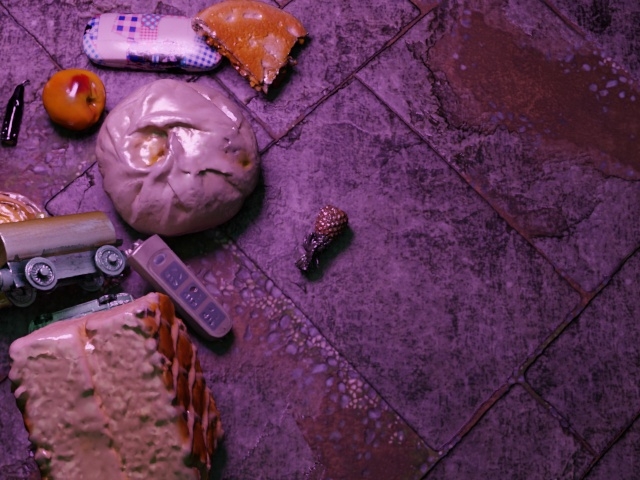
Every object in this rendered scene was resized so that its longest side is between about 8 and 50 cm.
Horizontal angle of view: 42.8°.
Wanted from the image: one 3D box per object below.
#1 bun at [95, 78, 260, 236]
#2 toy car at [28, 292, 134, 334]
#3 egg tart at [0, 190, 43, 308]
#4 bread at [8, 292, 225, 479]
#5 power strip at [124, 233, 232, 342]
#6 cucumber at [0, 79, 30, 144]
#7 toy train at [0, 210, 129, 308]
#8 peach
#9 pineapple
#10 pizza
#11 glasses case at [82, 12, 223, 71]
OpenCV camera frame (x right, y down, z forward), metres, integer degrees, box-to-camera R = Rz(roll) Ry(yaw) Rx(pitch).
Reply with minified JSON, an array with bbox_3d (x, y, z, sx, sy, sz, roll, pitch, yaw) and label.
[{"bbox_3d":[-0.308,-0.193,1.761,0.365,0.219,0.365,2,76,-7],"label":"bun"},{"bbox_3d":[-0.493,0.180,1.712,0.224,0.076,0.090,-16,80,-6],"label":"toy car"},{"bbox_3d":[-0.697,0.012,1.707,0.290,0.107,0.291,7,64,-14],"label":"egg tart"},{"bbox_3d":[-0.361,0.305,1.496,0.279,0.390,0.371,-18,91,-2],"label":"bread"},{"bbox_3d":[-0.293,0.107,1.727,0.286,0.048,0.080,49,57,-7],"label":"power strip"},{"bbox_3d":[-0.695,-0.297,1.858,0.043,0.039,0.163,11,74,-23],"label":"cucumber"},{"bbox_3d":[-0.531,0.023,1.672,0.307,0.126,0.189,-12,84,-46],"label":"toy train"},{"bbox_3d":[-0.554,-0.319,1.830,0.138,0.138,0.138,1,74,-3],"label":"peach"},{"bbox_3d":[0.000,0.000,1.802,0.074,0.074,0.159,31,77,5],"label":"pineapple"},{"bbox_3d":[-0.156,-0.444,1.893,0.289,0.081,0.229,-9,81,-34],"label":"pizza"},{"bbox_3d":[-0.386,-0.463,1.905,0.327,0.076,0.125,3,75,-4],"label":"glasses case"}]
